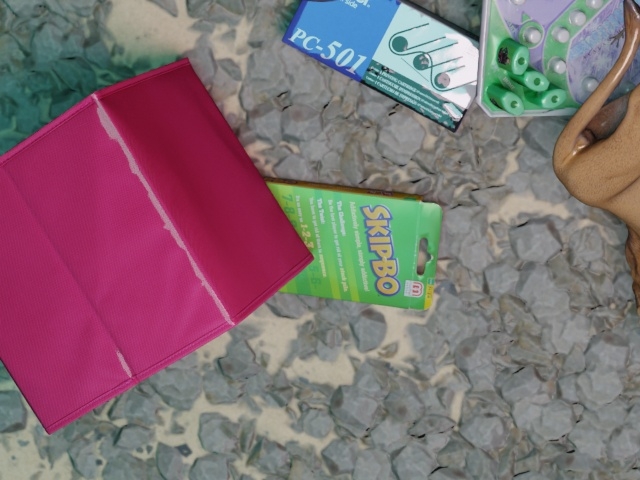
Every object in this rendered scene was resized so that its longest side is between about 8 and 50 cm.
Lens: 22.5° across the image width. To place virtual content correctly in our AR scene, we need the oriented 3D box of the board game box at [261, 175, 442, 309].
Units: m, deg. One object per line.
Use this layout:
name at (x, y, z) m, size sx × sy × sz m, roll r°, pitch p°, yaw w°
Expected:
board game box at (0.000, 0.000, 1.758) m, size 0.259 × 0.039 × 0.124 m, roll 8°, pitch 107°, yaw 9°

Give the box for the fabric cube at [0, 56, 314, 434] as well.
fabric cube at (-0.206, 0.000, 1.649) m, size 0.259 × 0.254 × 0.258 m, roll -31°, pitch 94°, yaw 22°

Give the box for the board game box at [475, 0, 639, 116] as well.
board game box at (0.348, -0.309, 1.531) m, size 0.390 × 0.050 × 0.390 m, roll -3°, pitch 107°, yaw -18°

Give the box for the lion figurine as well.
lion figurine at (0.329, -0.048, 1.553) m, size 0.240 × 0.142 × 0.392 m, roll -36°, pitch 119°, yaw 25°

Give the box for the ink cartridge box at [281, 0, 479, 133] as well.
ink cartridge box at (0.073, -0.204, 1.685) m, size 0.207 × 0.046 × 0.097 m, roll 28°, pitch 107°, yaw 0°
